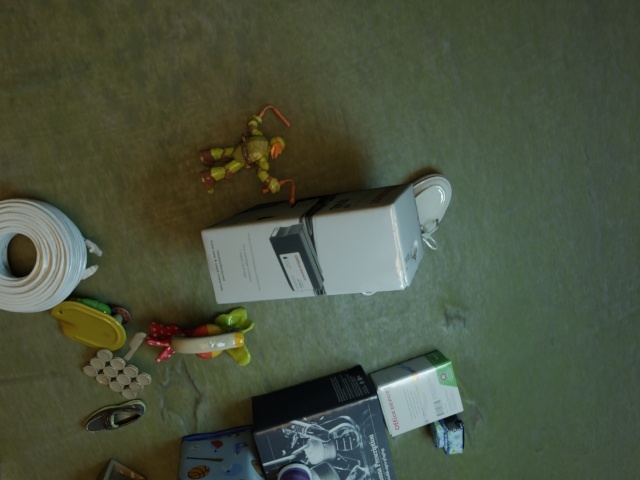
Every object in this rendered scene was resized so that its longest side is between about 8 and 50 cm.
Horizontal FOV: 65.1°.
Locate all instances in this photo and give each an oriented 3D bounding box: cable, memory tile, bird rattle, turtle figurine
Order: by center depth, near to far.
[{"bbox_3d":[-0.658,0.036,1.110,0.257,0.089,0.257,-43,93,1],"label":"cable"},{"bbox_3d":[-0.164,-0.181,1.126,0.217,0.087,0.270,-19,68,9],"label":"turtle figurine"},{"bbox_3d":[-0.278,0.226,1.182,0.253,0.207,0.143,5,82,-20],"label":"bird rattle"},{"bbox_3d":[-0.498,0.329,1.230,0.148,0.012,0.113,38,118,-15],"label":"memory tile"}]

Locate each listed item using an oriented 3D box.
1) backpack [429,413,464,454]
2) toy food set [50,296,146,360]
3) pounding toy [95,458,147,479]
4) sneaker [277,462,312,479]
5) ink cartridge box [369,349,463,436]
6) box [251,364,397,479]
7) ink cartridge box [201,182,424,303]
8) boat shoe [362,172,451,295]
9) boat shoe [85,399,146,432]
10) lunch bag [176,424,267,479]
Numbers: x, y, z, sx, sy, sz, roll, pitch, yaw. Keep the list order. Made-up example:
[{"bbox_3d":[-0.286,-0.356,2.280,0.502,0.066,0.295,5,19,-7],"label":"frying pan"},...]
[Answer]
[{"bbox_3d":[0.348,0.530,1.390,0.084,0.105,0.115,-10,110,0],"label":"backpack"},{"bbox_3d":[-0.522,0.194,1.199,0.217,0.071,0.128,27,123,-10],"label":"toy food set"},{"bbox_3d":[-0.505,0.653,1.251,0.141,0.130,0.100,38,93,-14],"label":"pounding toy"},{"bbox_3d":[-0.045,0.674,1.155,0.107,0.124,0.284,-13,103,-4],"label":"sneaker"},{"bbox_3d":[0.256,0.411,1.356,0.212,0.093,0.155,-19,102,-7],"label":"ink cartridge box"},{"bbox_3d":[0.014,0.551,1.297,0.312,0.179,0.344,-15,103,-5],"label":"box"},{"bbox_3d":[0.000,0.000,1.061,0.394,0.285,0.167,-6,102,19],"label":"ink cartridge box"},{"bbox_3d":[0.206,-0.011,1.233,0.136,0.156,0.367,43,92,-15],"label":"boat shoe"},{"bbox_3d":[-0.515,0.443,1.251,0.152,0.049,0.056,-22,104,-5],"label":"boat shoe"},{"bbox_3d":[-0.214,0.713,1.215,0.238,0.328,0.386,-6,100,-9],"label":"lunch bag"}]
